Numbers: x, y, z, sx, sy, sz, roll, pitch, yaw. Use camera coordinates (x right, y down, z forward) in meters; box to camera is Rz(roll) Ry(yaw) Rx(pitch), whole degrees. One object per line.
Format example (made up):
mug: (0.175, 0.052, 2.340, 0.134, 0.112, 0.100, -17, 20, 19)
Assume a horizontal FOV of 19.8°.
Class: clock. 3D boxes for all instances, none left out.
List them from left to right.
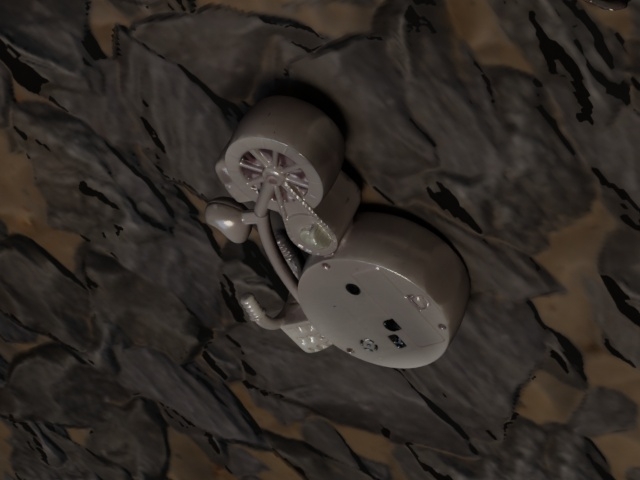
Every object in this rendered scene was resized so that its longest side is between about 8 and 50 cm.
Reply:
clock: (0.000, 0.000, 0.713, 0.087, 0.041, 0.129, -9, 130, 39)

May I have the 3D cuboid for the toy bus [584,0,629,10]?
toy bus: (0.119, -0.137, 0.443, 0.096, 0.073, 0.235, 39, 143, -17)
